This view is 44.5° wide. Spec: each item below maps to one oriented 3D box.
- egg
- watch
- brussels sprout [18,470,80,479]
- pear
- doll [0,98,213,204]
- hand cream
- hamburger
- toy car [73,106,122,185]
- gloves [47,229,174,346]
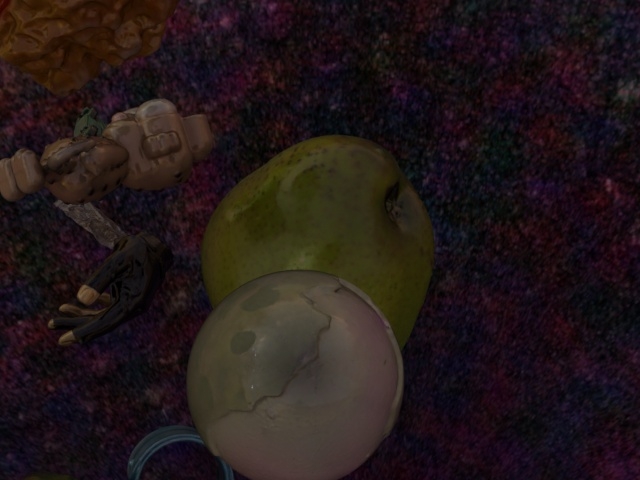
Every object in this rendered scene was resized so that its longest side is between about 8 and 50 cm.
[{"bbox_3d":[-0.022,0.113,0.649,0.183,0.217,0.182,1,76,-2],"label":"egg"},{"bbox_3d":[-0.234,0.409,1.273,0.211,0.211,0.193,40,73,20],"label":"watch"},{"bbox_3d":[-0.552,0.622,1.576,0.276,0.371,0.314,45,62,-6],"label":"brussels sprout"},{"bbox_3d":[0.000,0.000,1.095,0.239,0.318,0.342,-1,46,-47],"label":"pear"},{"bbox_3d":[-0.261,-0.107,0.986,0.278,0.154,0.119,-23,97,-54],"label":"doll"},{"bbox_3d":[-0.499,-0.028,1.838,0.084,0.257,0.050,-36,31,25],"label":"hand cream"},{"bbox_3d":[-0.245,-0.256,0.818,0.237,0.237,0.148,-30,78,-15],"label":"hamburger"},{"bbox_3d":[-0.526,-0.224,1.852,0.097,0.141,0.320,-46,27,6],"label":"toy car"},{"bbox_3d":[-0.433,0.106,1.635,0.301,0.197,0.152,-38,72,-19],"label":"gloves"}]
